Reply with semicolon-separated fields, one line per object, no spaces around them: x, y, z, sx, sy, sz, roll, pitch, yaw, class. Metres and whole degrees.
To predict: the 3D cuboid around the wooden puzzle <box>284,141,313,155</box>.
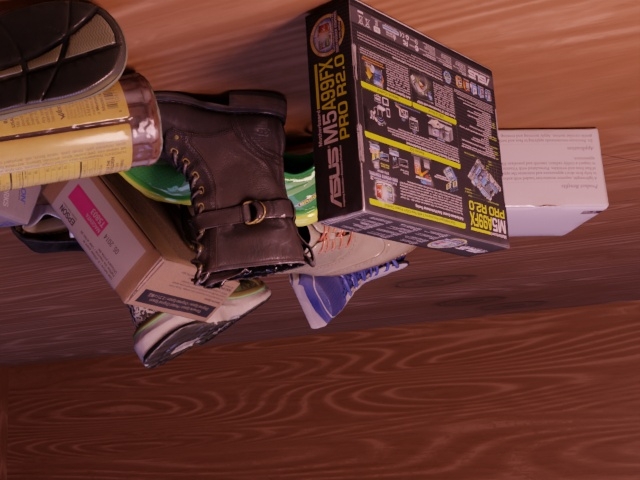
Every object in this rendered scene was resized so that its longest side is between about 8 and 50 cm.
0.041;-0.111;1.334;0.238;0.044;0.221;-3;168;20;wooden puzzle

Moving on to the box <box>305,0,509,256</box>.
0.097;-0.106;0.961;0.060;0.216;0.270;-13;165;39;box

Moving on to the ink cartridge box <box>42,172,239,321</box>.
-0.249;-0.004;1.287;0.088;0.235;0.193;-48;152;11;ink cartridge box

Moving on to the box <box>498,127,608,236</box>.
0.296;-0.080;1.344;0.180;0.119;0.182;-1;167;-7;box

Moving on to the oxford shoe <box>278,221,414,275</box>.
0.000;0.000;1.466;0.396;0.141;0.146;-7;-173;-19;oxford shoe

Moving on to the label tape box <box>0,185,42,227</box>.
-0.520;-0.068;1.229;0.240;0.106;0.333;-7;166;18;label tape box

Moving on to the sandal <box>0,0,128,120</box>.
-0.331;-0.158;0.876;0.302;0.120;0.086;-3;-179;-1;sandal

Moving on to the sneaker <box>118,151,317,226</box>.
-0.126;-0.107;1.209;0.295;0.109;0.124;10;123;-7;sneaker

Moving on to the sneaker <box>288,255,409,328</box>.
0.060;0.033;1.692;0.182;0.128;0.315;-21;-168;19;sneaker

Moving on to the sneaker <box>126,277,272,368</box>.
-0.209;0.071;1.513;0.158;0.182;0.410;-33;176;12;sneaker

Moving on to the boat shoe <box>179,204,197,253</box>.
-0.167;-0.039;1.322;0.081;0.069;0.228;9;-165;-10;boat shoe

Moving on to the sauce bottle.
-0.344;-0.105;0.958;0.344;0.111;0.111;-10;171;-23;sauce bottle

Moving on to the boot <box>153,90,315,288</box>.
-0.142;-0.056;1.090;0.262;0.229;0.091;-4;167;4;boot

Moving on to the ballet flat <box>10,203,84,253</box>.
-0.390;-0.028;1.480;0.280;0.095;0.096;-10;153;28;ballet flat
